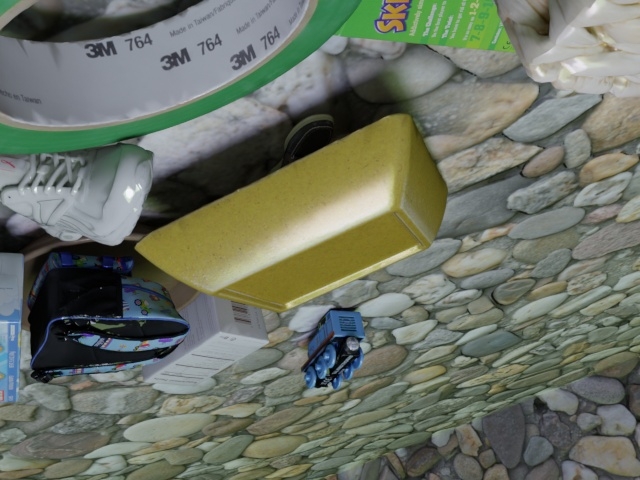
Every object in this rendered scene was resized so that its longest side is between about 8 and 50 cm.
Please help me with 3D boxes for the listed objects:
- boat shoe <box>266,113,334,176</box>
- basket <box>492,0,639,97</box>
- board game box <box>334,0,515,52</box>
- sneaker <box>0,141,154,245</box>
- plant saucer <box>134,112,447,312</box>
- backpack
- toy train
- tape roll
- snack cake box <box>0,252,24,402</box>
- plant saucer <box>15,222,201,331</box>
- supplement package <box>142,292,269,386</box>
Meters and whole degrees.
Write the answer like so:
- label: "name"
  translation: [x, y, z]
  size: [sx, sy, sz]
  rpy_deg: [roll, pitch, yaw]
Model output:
- label: "boat shoe"
  translation: [-0.020, -0.085, 0.803]
  size: [0.056, 0.049, 0.152]
  rpy_deg: [-5, 152, -26]
- label: "basket"
  translation: [0.245, -0.255, 0.346]
  size: [0.328, 0.331, 0.266]
  rpy_deg: [1, 149, -28]
- label: "board game box"
  translation: [0.128, -0.232, 0.633]
  size: [0.259, 0.039, 0.124]
  rpy_deg: [-5, 149, -26]
- label: "sneaker"
  translation: [-0.245, -0.050, 0.654]
  size: [0.115, 0.090, 0.232]
  rpy_deg: [25, 156, -39]
- label: "plant saucer"
  translation: [0.000, 0.000, 0.860]
  size: [0.333, 0.081, 0.333]
  rpy_deg: [-25, 163, 12]
- label: "backpack"
  translation: [-0.254, 0.093, 0.848]
  size: [0.173, 0.117, 0.158]
  rpy_deg: [4, 146, -31]
- label: "toy train"
  translation: [0.022, 0.207, 1.295]
  size: [0.080, 0.105, 0.184]
  rpy_deg: [7, 145, -21]
- label: "tape roll"
  translation: [-0.124, -0.159, 0.467]
  size: [0.321, 0.077, 0.321]
  rpy_deg: [-21, 174, -2]
- label: "snack cake box"
  translation: [-0.436, 0.112, 0.825]
  size: [0.152, 0.089, 0.264]
  rpy_deg: [2, 149, -23]
- label: "plant saucer"
  translation: [-0.290, 0.053, 0.925]
  size: [0.278, 0.041, 0.278]
  rpy_deg: [-13, 151, -7]
- label: "supplement package"
  translation: [-0.183, 0.140, 1.067]
  size: [0.179, 0.105, 0.105]
  rpy_deg: [-33, 148, 29]
